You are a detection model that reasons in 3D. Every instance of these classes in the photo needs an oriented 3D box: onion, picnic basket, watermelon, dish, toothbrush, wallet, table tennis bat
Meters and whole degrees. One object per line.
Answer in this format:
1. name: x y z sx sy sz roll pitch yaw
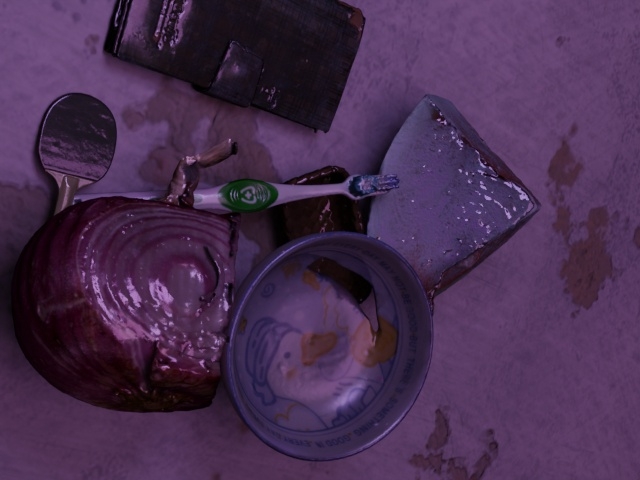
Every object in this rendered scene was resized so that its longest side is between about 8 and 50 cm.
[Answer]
1. onion: -0.204 0.066 1.169 0.230 0.272 0.256 3 131 -13
2. picnic basket: 0.000 0.000 1.426 0.110 0.055 0.194 -21 114 -25
3. watermelon: 0.201 -0.016 1.484 0.289 0.213 0.320 26 69 -51
4. dish: -0.011 0.116 1.356 0.273 0.134 0.274 -5 100 -27
5. toothbrush: -0.098 -0.051 1.310 0.417 0.040 0.042 -6 87 -23
6. wallet: -0.089 -0.244 1.305 0.317 0.044 0.169 17 91 -39
7. table tennis bat: -0.267 -0.083 1.206 0.087 0.013 0.157 17 82 -34
